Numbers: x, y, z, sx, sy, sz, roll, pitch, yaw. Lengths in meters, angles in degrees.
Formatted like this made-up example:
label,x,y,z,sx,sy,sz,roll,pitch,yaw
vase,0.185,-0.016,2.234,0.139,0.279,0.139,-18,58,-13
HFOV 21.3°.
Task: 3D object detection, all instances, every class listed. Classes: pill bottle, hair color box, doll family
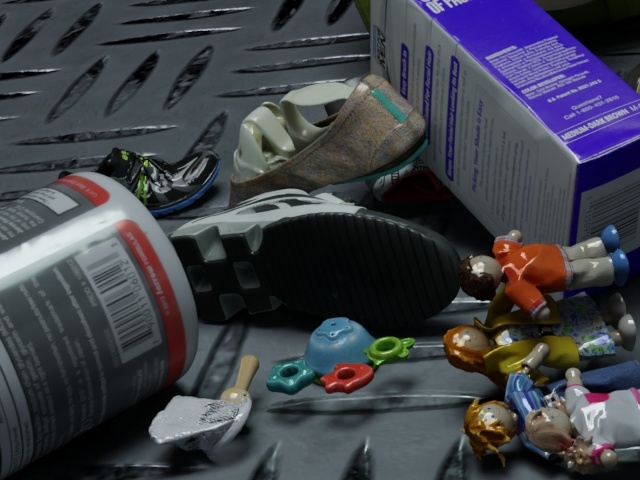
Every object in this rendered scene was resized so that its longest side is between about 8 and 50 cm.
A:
label,x,y,z,sx,sy,sz,roll,pitch,yaw
pill bottle,-0.302,0.101,1.438,0.363,0.210,0.210,-28,30,-29
hair color box,0.174,-0.118,1.587,0.110,0.185,0.339,-24,49,-21
doll family,0.185,0.109,1.354,0.163,0.118,0.263,-10,43,-9

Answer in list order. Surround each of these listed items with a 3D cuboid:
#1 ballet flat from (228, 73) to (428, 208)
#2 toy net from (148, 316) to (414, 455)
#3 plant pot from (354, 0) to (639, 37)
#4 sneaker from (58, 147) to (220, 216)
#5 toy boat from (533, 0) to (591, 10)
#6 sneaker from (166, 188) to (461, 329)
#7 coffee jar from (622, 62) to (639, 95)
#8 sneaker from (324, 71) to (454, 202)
label,x,y,z,sx,sy,sz,roll,pitch,yaw
ballet flat,-0.017,-0.098,1.707,0.316,0.106,0.107,-21,24,49
toy net,-0.034,0.135,1.448,0.232,0.045,0.122,-28,32,-26
plant pot,0.202,-0.389,2.113,0.353,0.366,0.366,-21,24,10
sneaker,-0.202,-0.068,1.889,0.188,0.078,0.067,-13,26,-4
toy boat,0.166,-0.310,1.803,0.268,0.148,0.318,21,42,27
sneaker,0.000,0.000,1.609,0.331,0.122,0.146,3,28,33
coffee jar,0.403,-0.143,1.774,0.184,0.079,0.096,14,36,43
sneaker,0.150,-0.125,1.800,0.270,0.090,0.145,-18,68,-20
